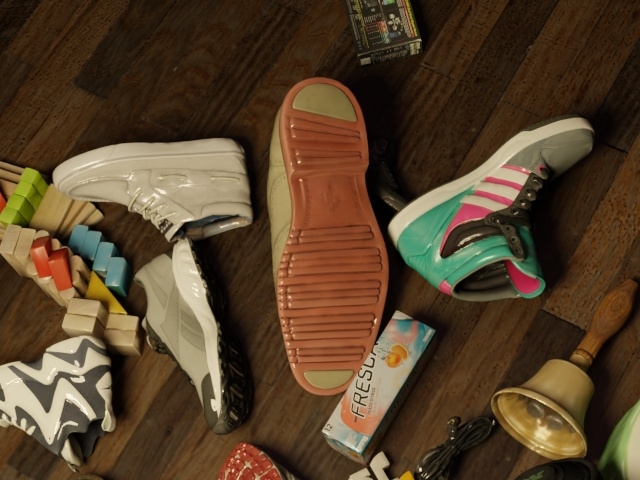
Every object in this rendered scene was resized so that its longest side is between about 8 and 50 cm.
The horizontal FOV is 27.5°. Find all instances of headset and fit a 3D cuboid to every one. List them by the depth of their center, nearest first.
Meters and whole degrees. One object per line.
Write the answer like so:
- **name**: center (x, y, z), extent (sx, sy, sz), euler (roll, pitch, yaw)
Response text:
- **headset**: center (0.269, 0.324, 1.438), extent (0.394, 0.243, 0.185), euler (24, 47, 37)

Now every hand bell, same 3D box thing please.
- **hand bell**: center (0.322, 0.136, 1.580), extent (0.126, 0.126, 0.242), euler (30, 62, 19)

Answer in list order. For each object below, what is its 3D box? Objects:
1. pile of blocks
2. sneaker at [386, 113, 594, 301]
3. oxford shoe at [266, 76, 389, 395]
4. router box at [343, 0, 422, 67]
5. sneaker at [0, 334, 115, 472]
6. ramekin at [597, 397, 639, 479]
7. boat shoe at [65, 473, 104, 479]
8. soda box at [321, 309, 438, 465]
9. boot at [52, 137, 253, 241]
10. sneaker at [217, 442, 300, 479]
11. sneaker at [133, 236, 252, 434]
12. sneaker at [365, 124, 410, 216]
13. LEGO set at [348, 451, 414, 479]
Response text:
- **pile of blocks**: center (-0.348, 0.000, 1.721), extent (0.149, 0.112, 0.362), euler (-43, 68, -11)
- **sneaker**: center (0.248, -0.023, 1.635), extent (0.296, 0.124, 0.178), euler (-33, 60, 2)
- **oxford shoe**: center (0.000, 0.000, 1.674), extent (0.141, 0.146, 0.396), euler (3, 81, -16)
- **router box**: center (0.085, -0.311, 1.838), extent (0.092, 0.038, 0.122), euler (-14, 65, 3)
- **sneaker**: center (-0.356, 0.229, 1.628), extent (0.235, 0.094, 0.153), euler (-22, 72, 6)
- **ramekin**: center (0.464, 0.274, 1.458), extent (0.304, 0.148, 0.303), euler (-3, 65, 7)
- **boat shoe**: center (-0.306, 0.425, 1.531), extent (0.111, 0.104, 0.307), euler (-2, 46, 17)
- **soda box**: center (0.074, 0.181, 1.604), extent (0.058, 0.063, 0.183), euler (27, 72, 18)
- **boot**: center (-0.216, -0.058, 1.721), extent (0.258, 0.095, 0.123), euler (-9, 67, -10)
- **sneaker**: center (-0.039, 0.325, 1.553), extent (0.225, 0.093, 0.088), euler (39, 96, 36)
- **sneaker**: center (-0.163, 0.129, 1.653), extent (0.108, 0.100, 0.271), euler (-25, 58, 7)
- **sneaker**: center (0.077, -0.101, 1.738), extent (0.170, 0.051, 0.089), euler (34, 79, 24)
- **LEGO set**: center (0.089, 0.349, 1.505), extent (0.093, 0.087, 0.227), euler (-23, 63, -17)
